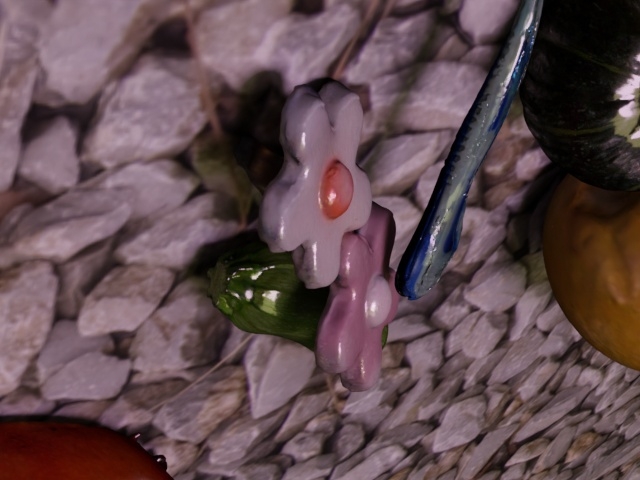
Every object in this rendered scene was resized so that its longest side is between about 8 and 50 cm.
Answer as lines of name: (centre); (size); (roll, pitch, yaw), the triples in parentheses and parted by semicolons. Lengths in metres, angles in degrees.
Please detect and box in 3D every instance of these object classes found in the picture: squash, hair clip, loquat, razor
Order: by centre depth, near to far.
razor: (0.110, -0.098, 0.763); (0.093, 0.056, 0.324); (-4, 117, -40)
hair clip: (0.007, 0.000, 0.786); (0.075, 0.146, 0.257); (-5, 133, 25)
squash: (0.243, -0.133, 0.840); (0.193, 0.156, 0.193); (-8, 138, -8)
squash: (-0.011, 0.050, 0.875); (0.077, 0.068, 0.219); (-50, 144, 12)
loquat: (0.320, 0.009, 1.012); (0.243, 0.244, 0.244); (-25, 144, -21)

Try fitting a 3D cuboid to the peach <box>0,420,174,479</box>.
peach: (-0.224, 0.272, 0.808); (0.257, 0.201, 0.361); (-44, 146, 7)
